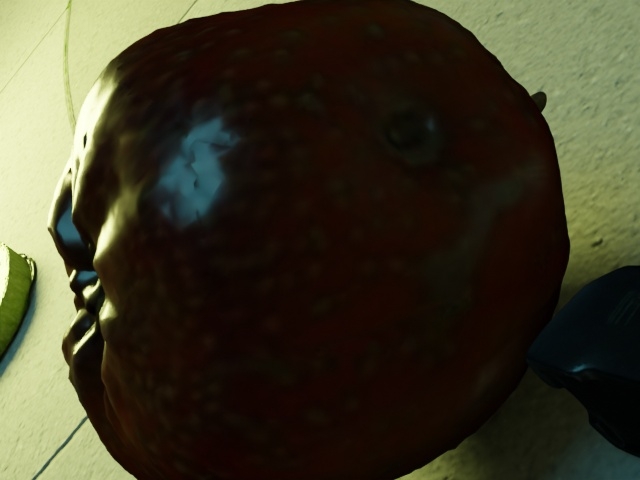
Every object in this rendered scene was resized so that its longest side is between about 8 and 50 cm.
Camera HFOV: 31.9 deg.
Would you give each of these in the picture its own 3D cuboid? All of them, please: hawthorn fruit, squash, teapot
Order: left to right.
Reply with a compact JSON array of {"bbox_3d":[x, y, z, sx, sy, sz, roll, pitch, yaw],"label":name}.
[{"bbox_3d":[-0.405,0.100,1.274,0.219,0.041,0.219,-36,35,30],"label":"squash"},{"bbox_3d":[0.000,0.000,0.586,0.300,0.275,0.275,-30,28,-12],"label":"hawthorn fruit"},{"bbox_3d":[0.171,0.045,0.477,0.096,0.087,0.177,-57,30,-14],"label":"teapot"}]
